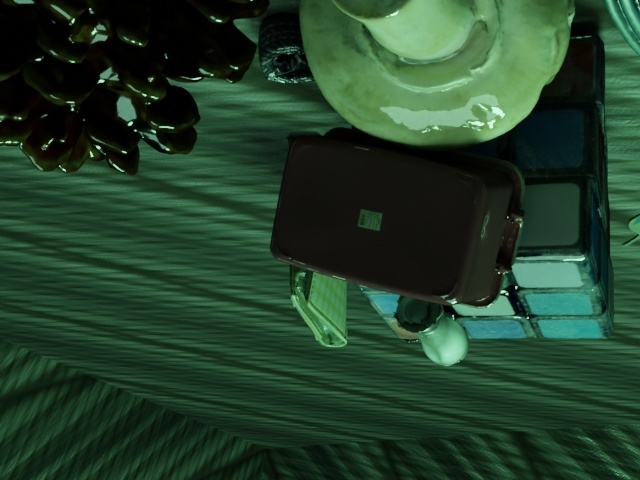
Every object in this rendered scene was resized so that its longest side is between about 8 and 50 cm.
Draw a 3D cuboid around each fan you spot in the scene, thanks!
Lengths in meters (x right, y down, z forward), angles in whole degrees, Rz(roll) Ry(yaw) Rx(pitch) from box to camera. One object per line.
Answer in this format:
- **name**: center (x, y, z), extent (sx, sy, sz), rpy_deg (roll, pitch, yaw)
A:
- **fan**: center (0.630, -0.020, 1.976), extent (0.113, 0.005, 0.175), rpy_deg (12, 155, -16)

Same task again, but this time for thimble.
- **thimble**: center (-0.036, -0.270, 1.457), extent (0.104, 0.066, 0.095), rpy_deg (-6, 155, 15)

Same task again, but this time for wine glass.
- **wine glass**: center (0.160, 0.121, 1.451), extent (0.072, 0.072, 0.155), rpy_deg (-6, 154, 21)

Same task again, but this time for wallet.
- **wallet**: center (0.000, 0.000, 1.755), extent (0.077, 0.309, 0.223), rpy_deg (-6, 153, 13)

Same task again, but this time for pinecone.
- **pinecone**: center (-0.238, -0.269, 1.134), extent (0.398, 0.397, 0.398), rpy_deg (3, 156, 2)

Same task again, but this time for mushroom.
- **mushroom**: center (0.103, -0.268, 1.162), extent (0.356, 0.315, 0.315), rpy_deg (20, 152, -34)

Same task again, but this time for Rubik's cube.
- **Rubik's cube**: center (0.246, -0.062, 1.515), extent (0.362, 0.358, 0.363), rpy_deg (2, 159, 17)

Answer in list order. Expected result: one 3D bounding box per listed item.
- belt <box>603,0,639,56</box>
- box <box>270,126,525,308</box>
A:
- **belt**: center (0.484, -0.314, 1.142), extent (0.300, 0.173, 0.436), rpy_deg (-22, 146, 39)
- **box**: center (0.087, -0.027, 1.257), extent (0.294, 0.193, 0.167), rpy_deg (14, -171, 20)
